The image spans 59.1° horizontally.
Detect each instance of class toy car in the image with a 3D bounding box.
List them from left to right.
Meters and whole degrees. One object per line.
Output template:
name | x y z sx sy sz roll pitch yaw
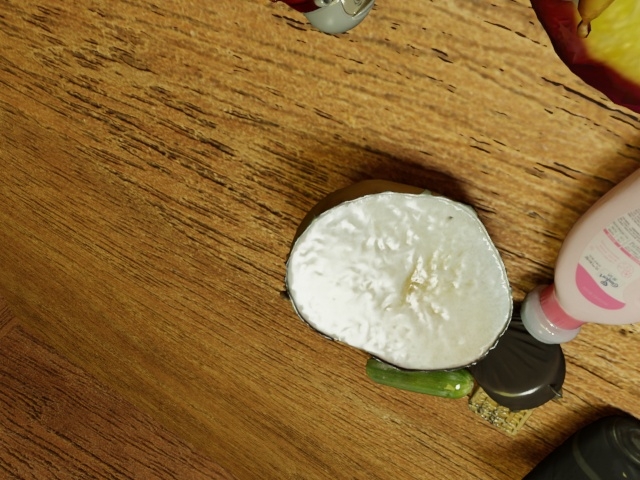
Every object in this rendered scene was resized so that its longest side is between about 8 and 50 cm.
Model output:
toy car | 0.005 -0.281 0.618 0.139 0.112 0.112 9 151 50

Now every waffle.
waffle | 0.314 0.267 0.961 0.102 0.042 0.148 28 143 18

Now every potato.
potato | 0.103 0.035 0.792 0.299 0.196 0.247 22 102 -5

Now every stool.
stool | 0.267 0.164 0.826 0.217 0.125 0.121 40 175 40

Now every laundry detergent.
laundry detergent | 0.350 0.025 0.633 0.159 0.088 0.335 35 145 5

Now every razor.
razor | 0.425 0.432 0.897 0.204 0.113 0.349 55 135 29

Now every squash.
squash | 0.179 0.251 1.051 0.228 0.066 0.066 -3 126 46

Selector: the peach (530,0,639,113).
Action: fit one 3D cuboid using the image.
peach | 0.278 -0.202 0.201 0.338 0.353 0.416 18 -168 -22
